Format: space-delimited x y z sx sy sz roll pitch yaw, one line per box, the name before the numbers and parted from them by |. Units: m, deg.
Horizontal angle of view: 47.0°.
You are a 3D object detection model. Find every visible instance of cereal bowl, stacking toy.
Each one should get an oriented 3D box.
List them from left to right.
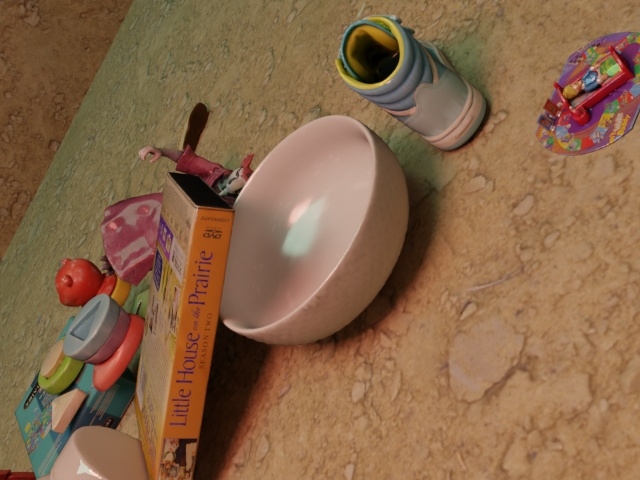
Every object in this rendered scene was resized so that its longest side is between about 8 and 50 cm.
stacking toy | -0.486 0.186 1.424 0.279 0.130 0.309 -51 32 0
cereal bowl | 0.000 0.000 1.047 0.339 0.141 0.339 -34 40 35

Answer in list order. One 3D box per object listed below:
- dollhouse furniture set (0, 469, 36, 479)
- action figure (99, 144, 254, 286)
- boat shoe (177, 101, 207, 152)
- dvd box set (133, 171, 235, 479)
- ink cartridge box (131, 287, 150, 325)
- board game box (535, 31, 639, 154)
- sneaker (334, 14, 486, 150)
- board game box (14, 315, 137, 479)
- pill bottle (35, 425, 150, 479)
dollhouse furniture set | -0.652 0.648 1.446 0.374 0.152 0.201 -64 29 25
action figure | -0.245 -0.044 1.433 0.370 0.276 0.248 -26 72 16
boat shoe | -0.312 -0.269 1.766 0.045 0.050 0.135 -2 63 47
dvd box set | -0.221 0.123 1.140 0.307 0.062 0.420 -145 63 -67
ink cartridge box | -0.283 0.130 1.398 0.209 0.062 0.109 -27 45 41
board game box | 0.316 -0.181 0.864 0.133 0.033 0.168 13 76 56
sneaker | 0.093 -0.266 1.070 0.127 0.208 0.319 -54 33 12
board game box | -0.516 0.333 1.535 0.253 0.079 0.336 -60 32 -2
pill bottle | -0.383 0.494 1.096 0.392 0.224 0.224 -59 33 2
